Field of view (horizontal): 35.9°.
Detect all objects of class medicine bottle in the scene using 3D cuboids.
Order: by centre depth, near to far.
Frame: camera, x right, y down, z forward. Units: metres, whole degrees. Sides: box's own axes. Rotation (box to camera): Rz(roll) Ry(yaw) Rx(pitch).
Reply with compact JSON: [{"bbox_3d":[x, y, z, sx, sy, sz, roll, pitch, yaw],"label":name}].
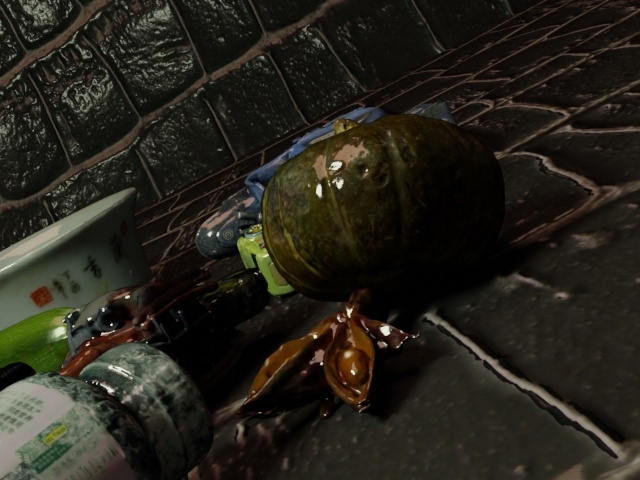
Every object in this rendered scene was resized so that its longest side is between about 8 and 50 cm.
[{"bbox_3d":[-0.192,0.176,0.590,0.141,0.141,0.293,-17,16,43],"label":"medicine bottle"}]

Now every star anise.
[{"bbox_3d":[-0.003,0.093,0.751,0.157,0.053,0.212,-27,13,0],"label":"star anise"}]

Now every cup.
[{"bbox_3d":[-0.389,0.073,1.454,0.347,0.163,0.347,-26,12,6],"label":"cup"}]

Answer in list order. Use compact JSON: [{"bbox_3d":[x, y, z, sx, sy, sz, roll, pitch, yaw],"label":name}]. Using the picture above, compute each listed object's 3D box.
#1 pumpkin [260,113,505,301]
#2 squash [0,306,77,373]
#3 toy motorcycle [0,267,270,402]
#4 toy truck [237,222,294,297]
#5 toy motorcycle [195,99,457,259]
[{"bbox_3d":[0.050,-0.036,0.861,0.219,0.162,0.219,-15,-14,-4],"label":"pumpkin"},{"bbox_3d":[-0.380,0.156,1.228,0.378,0.101,0.101,-25,11,33],"label":"squash"},{"bbox_3d":[-0.203,0.130,0.851,0.207,0.134,0.401,-21,11,30],"label":"toy motorcycle"},{"bbox_3d":[0.000,0.000,1.115,0.169,0.077,0.100,-27,24,-14],"label":"toy truck"},{"bbox_3d":[-0.001,-0.073,1.313,0.358,0.125,0.212,-30,14,-13],"label":"toy motorcycle"}]
